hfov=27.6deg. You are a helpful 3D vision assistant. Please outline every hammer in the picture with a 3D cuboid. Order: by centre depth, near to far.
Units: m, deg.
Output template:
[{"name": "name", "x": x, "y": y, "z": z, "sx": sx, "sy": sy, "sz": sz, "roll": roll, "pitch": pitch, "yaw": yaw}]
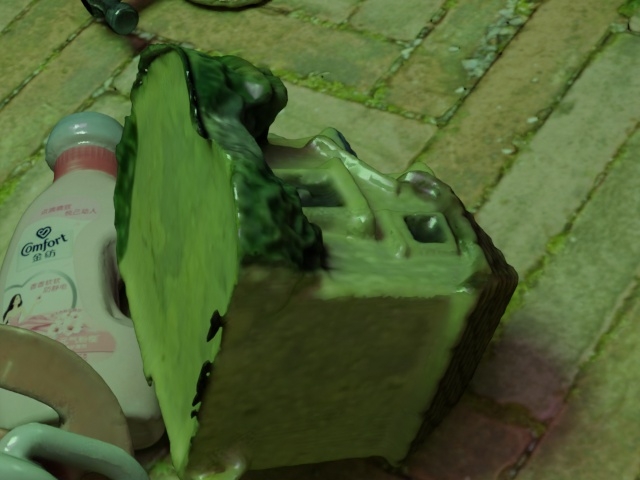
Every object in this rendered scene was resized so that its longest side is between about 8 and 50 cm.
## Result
[{"name": "hammer", "x": -0.133, "y": -0.326, "z": 1.391, "sx": 0.290, "sy": 0.037, "sz": 0.137, "roll": -34, "pitch": 52, "yaw": -16}]

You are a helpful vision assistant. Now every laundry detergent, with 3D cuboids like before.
[{"name": "laundry detergent", "x": -0.204, "y": 0.028, "z": 1.140, "sx": 0.159, "sy": 0.088, "sz": 0.335, "roll": -4, "pitch": 52, "yaw": -3}]

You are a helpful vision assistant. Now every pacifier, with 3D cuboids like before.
[{"name": "pacifier", "x": -0.270, "y": 0.219, "z": 0.928, "sx": 0.273, "sy": 0.220, "sz": 0.332, "roll": 16, "pitch": 82, "yaw": 24}]

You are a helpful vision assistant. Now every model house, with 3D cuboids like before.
[{"name": "model house", "x": 0.000, "y": 0.000, "z": 0.993, "sx": 0.266, "sy": 0.261, "sz": 0.321, "roll": 2, "pitch": 38, "yaw": -23}]

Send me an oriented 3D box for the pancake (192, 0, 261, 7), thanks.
[{"name": "pancake", "x": -0.098, "y": -0.305, "z": 1.408, "sx": 0.158, "sy": 0.028, "sz": 0.158, "roll": -5, "pitch": 52, "yaw": 6}]
